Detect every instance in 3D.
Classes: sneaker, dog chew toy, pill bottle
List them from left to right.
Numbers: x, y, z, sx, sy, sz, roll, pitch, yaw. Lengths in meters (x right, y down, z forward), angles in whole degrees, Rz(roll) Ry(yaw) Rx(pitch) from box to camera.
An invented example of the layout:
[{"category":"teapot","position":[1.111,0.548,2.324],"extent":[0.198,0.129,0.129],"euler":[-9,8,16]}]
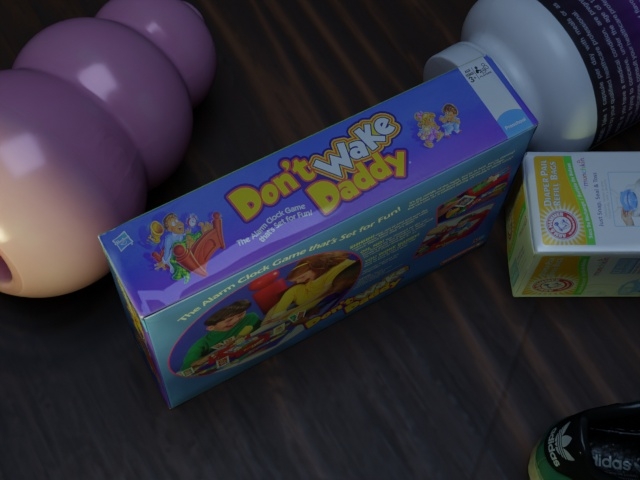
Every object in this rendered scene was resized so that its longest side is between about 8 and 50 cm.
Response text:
[{"category":"dog chew toy","position":[-0.213,-0.107,0.979],"extent":[0.207,0.206,0.332],"euler":[29,59,11]},{"category":"pill bottle","position":[0.267,-0.194,1.041],"extent":[0.323,0.181,0.181],"euler":[-29,69,-15]},{"category":"sneaker","position":[0.336,0.189,0.897],"extent":[0.302,0.121,0.108],"euler":[0,65,-3]}]

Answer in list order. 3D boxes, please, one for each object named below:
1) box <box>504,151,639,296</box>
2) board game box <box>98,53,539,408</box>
[{"category":"box","position":[0.283,-0.013,0.993],"extent":[0.203,0.114,0.103],"euler":[0,66,-2]},{"category":"board game box","position":[0.000,0.000,0.911],"extent":[0.347,0.233,0.078],"euler":[-26,69,-14]}]
